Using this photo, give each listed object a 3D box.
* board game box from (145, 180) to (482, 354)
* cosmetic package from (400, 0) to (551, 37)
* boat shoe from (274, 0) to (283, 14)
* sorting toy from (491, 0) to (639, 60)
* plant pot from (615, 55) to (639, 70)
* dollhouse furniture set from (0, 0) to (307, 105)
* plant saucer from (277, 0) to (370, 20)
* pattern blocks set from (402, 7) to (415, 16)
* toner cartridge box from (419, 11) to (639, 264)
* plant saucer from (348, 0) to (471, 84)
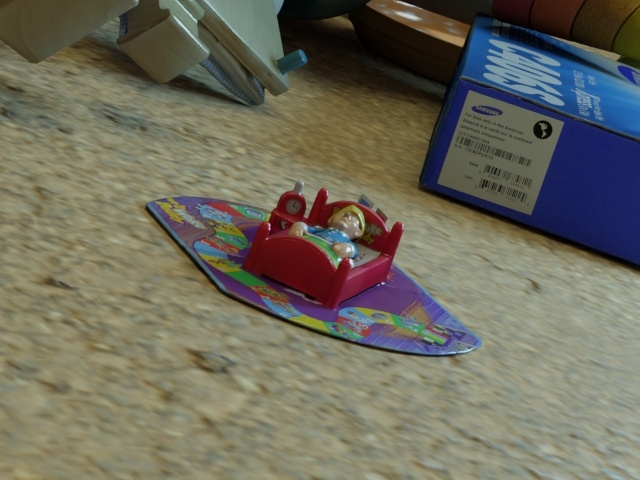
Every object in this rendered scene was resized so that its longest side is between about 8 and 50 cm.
[{"bbox_3d":[0.000,0.000,0.861,0.133,0.033,0.168,12,16,-29],"label":"board game box"},{"bbox_3d":[-0.010,-0.295,1.467,0.377,0.097,0.284,25,-4,35],"label":"cosmetic package"},{"bbox_3d":[-0.119,-0.201,1.362,0.219,0.078,0.070,21,12,39],"label":"boat shoe"},{"bbox_3d":[0.271,-0.176,1.443,0.126,0.127,0.365,44,24,22],"label":"sorting toy"},{"bbox_3d":[0.247,-0.115,1.537,0.083,0.083,0.079,31,30,36],"label":"plant pot"},{"bbox_3d":[-0.149,-0.150,1.134,0.303,0.198,0.286,42,31,-50],"label":"dollhouse furniture set"},{"bbox_3d":[-0.098,-0.260,1.421,0.317,0.044,0.317,31,-13,8],"label":"plant saucer"},{"bbox_3d":[0.024,-0.245,1.793,0.324,0.026,0.285,16,15,-14],"label":"pattern blocks set"},{"bbox_3d":[0.163,-0.076,1.267,0.165,0.075,0.348,21,14,1],"label":"toner cartridge box"},{"bbox_3d":[0.111,-0.161,1.583,0.200,0.037,0.200,18,15,-5],"label":"plant saucer"}]
